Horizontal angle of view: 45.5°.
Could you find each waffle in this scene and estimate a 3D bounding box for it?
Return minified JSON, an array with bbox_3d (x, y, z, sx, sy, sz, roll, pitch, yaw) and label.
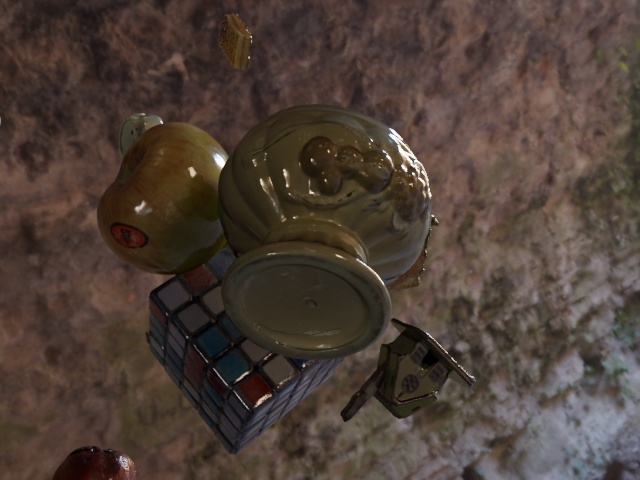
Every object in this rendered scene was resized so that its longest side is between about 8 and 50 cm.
[{"bbox_3d":[-0.223,-0.521,1.990,0.042,0.148,0.103,-5,-49,-24],"label":"waffle"}]

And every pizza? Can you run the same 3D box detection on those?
[{"bbox_3d":[0.214,0.025,1.998,0.279,0.075,0.288,14,-51,-37],"label":"pizza"}]

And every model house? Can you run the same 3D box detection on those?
[{"bbox_3d":[0.188,0.363,1.832,0.279,0.218,0.205,-48,16,-9],"label":"model house"}]

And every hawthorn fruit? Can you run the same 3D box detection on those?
[{"bbox_3d":[-0.484,0.562,1.632,0.181,0.235,0.181,-1,-19,0],"label":"hawthorn fruit"}]

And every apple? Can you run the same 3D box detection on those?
[{"bbox_3d":[-0.241,-0.065,1.232,0.194,0.261,0.260,34,-54,-30],"label":"apple"}]

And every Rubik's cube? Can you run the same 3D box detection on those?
[{"bbox_3d":[-0.131,0.181,1.446,0.293,0.287,0.292,-34,-16,-29],"label":"Rubik's cube"}]

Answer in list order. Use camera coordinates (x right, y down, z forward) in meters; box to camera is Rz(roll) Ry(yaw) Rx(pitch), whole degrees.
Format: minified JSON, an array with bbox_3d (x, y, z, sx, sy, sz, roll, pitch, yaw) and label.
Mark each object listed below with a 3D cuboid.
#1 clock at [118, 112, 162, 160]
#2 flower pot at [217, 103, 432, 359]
[{"bbox_3d":[-0.450,-0.240,1.889,0.062,0.152,0.191,-5,18,-35],"label":"clock"},{"bbox_3d":[0.000,0.000,1.010,0.307,0.307,0.244,-38,30,39],"label":"flower pot"}]
